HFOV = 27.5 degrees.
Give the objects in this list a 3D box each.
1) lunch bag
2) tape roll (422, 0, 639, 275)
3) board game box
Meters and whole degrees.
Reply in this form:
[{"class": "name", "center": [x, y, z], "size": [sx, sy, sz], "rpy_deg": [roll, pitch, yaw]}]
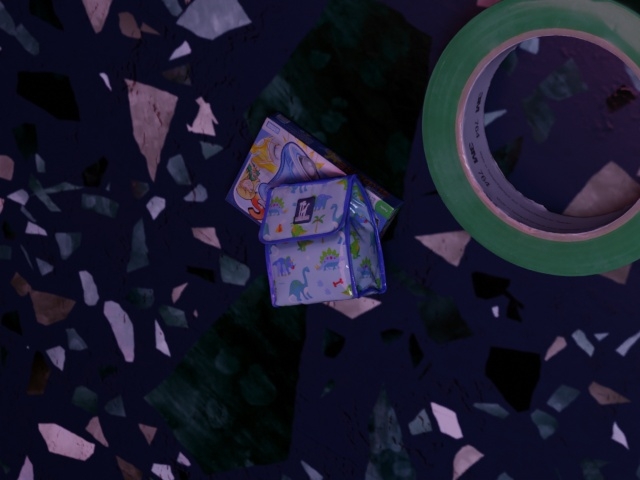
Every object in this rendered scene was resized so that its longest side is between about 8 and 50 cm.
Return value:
[{"class": "lunch bag", "center": [0.000, 0.000, 1.600], "size": [0.129, 0.096, 0.151], "rpy_deg": [-7, 89, 32]}, {"class": "tape roll", "center": [0.274, -0.123, 1.458], "size": [0.321, 0.077, 0.321], "rpy_deg": [10, 112, 25]}, {"class": "board game box", "center": [-0.010, -0.051, 1.659], "size": [0.201, 0.035, 0.136], "rpy_deg": [36, 120, 13]}]
